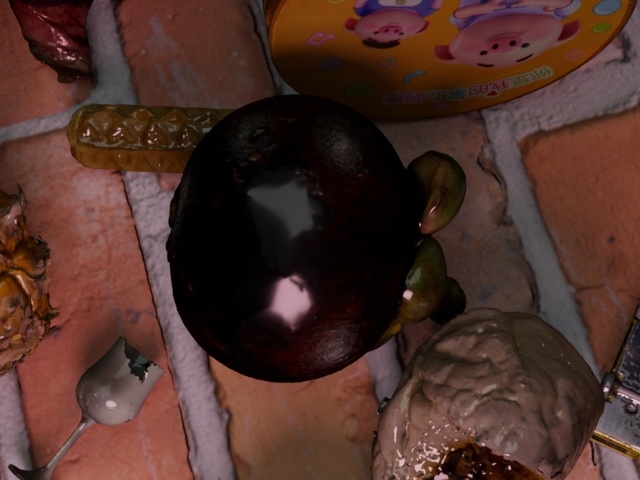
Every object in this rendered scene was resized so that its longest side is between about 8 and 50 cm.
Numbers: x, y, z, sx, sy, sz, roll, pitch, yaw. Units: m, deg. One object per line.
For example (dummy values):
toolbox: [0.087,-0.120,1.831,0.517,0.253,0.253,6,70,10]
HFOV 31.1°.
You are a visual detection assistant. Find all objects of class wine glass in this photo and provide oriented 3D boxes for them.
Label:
wine glass: [-0.263,0.204,1.317,0.079,0.079,0.195,35,77,15]

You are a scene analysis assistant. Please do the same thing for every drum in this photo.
drum: [0.130,-0.327,1.304,0.431,0.431,0.214,-7,68,1]

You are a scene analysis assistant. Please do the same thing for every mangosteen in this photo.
mangosteen: [-0.014,-0.001,1.256,0.330,0.330,0.330,-1,70,4]

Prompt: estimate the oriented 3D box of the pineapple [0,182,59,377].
pineapple: [-0.465,0.039,1.271,0.352,0.352,0.300,-34,81,-8]

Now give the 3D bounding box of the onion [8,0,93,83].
onion: [-0.348,-0.413,1.449,0.398,0.398,0.420,11,115,8]

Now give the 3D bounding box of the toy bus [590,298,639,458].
toy bus: [0.370,0.131,1.301,0.081,0.074,0.226,23,73,11]

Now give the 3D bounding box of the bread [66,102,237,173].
bread: [-0.133,-0.123,1.422,0.367,0.077,0.084,2,94,4]

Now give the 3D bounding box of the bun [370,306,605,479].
bun: [0.161,0.199,1.197,0.205,0.281,0.281,35,76,17]
